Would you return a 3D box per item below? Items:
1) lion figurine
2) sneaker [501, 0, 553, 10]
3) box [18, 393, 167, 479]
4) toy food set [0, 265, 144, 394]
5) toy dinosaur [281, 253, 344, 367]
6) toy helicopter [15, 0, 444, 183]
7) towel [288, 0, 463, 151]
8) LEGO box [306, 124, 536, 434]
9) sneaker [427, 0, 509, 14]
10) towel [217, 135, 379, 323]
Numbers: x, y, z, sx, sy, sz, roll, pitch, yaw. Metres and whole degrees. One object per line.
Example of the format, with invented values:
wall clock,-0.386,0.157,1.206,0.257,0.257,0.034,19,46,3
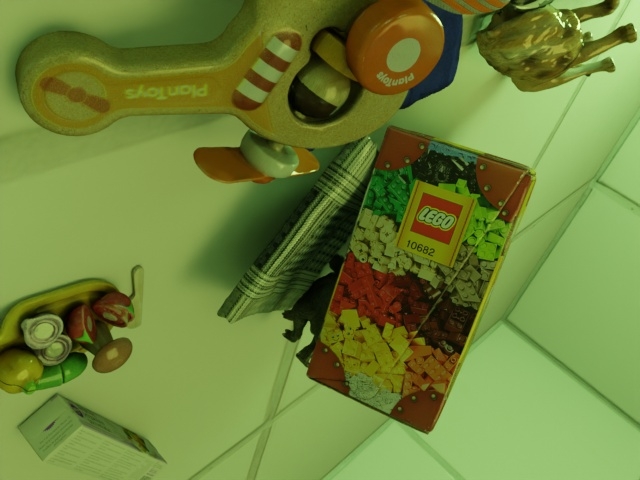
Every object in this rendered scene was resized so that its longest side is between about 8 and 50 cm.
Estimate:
lion figurine,0.416,-0.337,1.107,0.240,0.142,0.392,-19,167,14
sneaker,0.337,-0.451,0.902,0.283,0.107,0.124,-42,140,-25
box,-0.321,0.310,0.894,0.067,0.063,0.324,-44,155,-15
toy food set,-0.274,0.116,0.687,0.218,0.071,0.128,-22,144,-46
toy dinosaur,0.004,0.118,1.056,0.160,0.121,0.313,-60,176,25
toy helicopter,-0.079,-0.135,0.550,0.355,0.140,0.235,-9,142,-22
towel,0.072,-0.256,0.748,0.308,0.076,0.227,-31,143,-34
LEGO box,0.200,0.030,1.000,0.500,0.193,0.372,-15,124,-69
sneaker,0.085,-0.362,0.573,0.321,0.125,0.180,14,87,-43
towel,0.000,0.000,0.918,0.312,0.056,0.324,-52,170,4
